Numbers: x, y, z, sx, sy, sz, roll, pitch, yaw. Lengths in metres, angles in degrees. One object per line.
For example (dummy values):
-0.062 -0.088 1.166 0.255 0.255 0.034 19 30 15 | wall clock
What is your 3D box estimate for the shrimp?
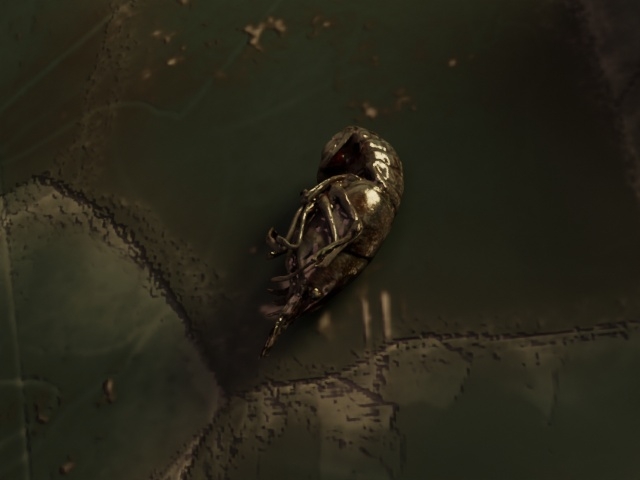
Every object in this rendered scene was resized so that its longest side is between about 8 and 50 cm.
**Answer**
0.000 0.000 0.695 0.065 0.057 0.165 29 63 15 | shrimp
